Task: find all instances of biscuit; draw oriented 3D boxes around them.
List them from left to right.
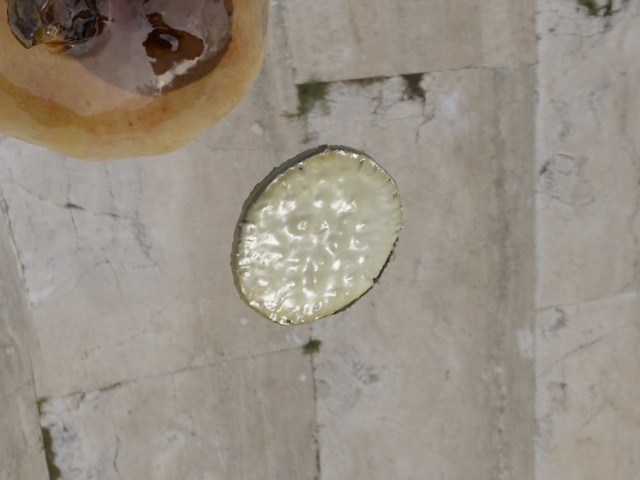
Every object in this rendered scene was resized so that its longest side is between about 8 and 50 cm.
[{"bbox_3d":[0.000,0.000,0.637,0.152,0.020,0.152,-16,124,-26],"label":"biscuit"}]

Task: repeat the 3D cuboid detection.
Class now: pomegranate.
[{"bbox_3d":[-0.208,-0.227,0.776,0.338,0.338,0.338,-4,102,-20],"label":"pomegranate"}]
